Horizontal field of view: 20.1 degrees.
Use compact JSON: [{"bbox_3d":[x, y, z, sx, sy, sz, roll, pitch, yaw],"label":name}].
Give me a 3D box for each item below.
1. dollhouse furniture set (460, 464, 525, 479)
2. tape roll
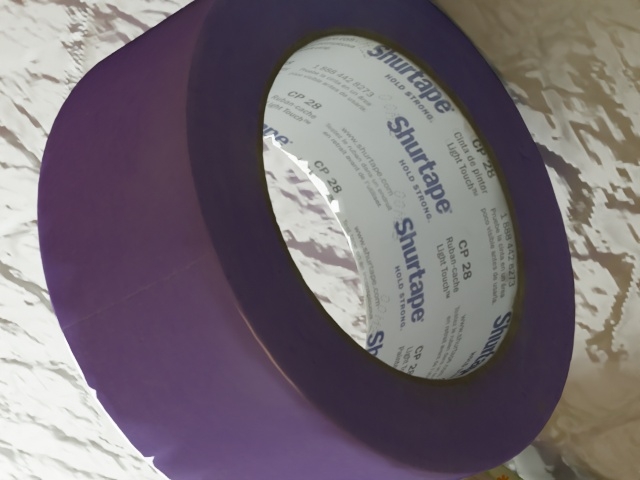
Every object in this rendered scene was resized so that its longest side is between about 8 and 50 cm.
[{"bbox_3d":[0.081,0.171,0.865,0.182,0.101,0.161,37,160,-15],"label":"dollhouse furniture set"},{"bbox_3d":[0.000,0.000,0.632,0.080,0.189,0.189,-25,119,40],"label":"tape roll"}]
